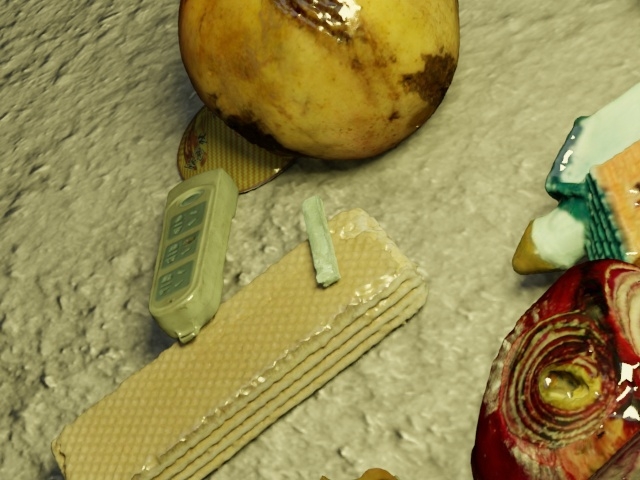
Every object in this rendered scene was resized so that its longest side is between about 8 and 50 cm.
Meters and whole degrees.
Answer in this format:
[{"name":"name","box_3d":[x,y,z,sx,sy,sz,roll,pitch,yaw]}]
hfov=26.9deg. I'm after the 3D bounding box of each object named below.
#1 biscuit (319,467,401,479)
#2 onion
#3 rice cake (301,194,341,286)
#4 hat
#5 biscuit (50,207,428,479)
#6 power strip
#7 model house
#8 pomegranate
[{"name":"biscuit","box_3d":[-0.058,0.361,1.190,0.366,0.115,0.268,-22,47,15]},{"name":"onion","box_3d":[0.232,0.140,1.137,0.206,0.216,0.207,-45,44,27]},{"name":"rice cake","box_3d":[0.000,0.000,1.398,0.022,0.021,0.121,-31,43,18]},{"name":"hat","box_3d":[-0.108,-0.152,1.645,0.193,0.082,0.193,-16,48,19]},{"name":"biscuit","box_3d":[-0.087,0.134,1.408,0.426,0.078,0.144,-37,44,-2]},{"name":"power strip","box_3d":[-0.143,0.013,1.501,0.080,0.048,0.286,-27,30,19]},{"name":"model house","box_3d":[0.316,-0.036,1.271,0.291,0.184,0.253,-29,51,26]},{"name":"pomegranate","box_3d":[0.002,-0.238,1.509,0.322,0.322,0.322,-16,49,19]}]
